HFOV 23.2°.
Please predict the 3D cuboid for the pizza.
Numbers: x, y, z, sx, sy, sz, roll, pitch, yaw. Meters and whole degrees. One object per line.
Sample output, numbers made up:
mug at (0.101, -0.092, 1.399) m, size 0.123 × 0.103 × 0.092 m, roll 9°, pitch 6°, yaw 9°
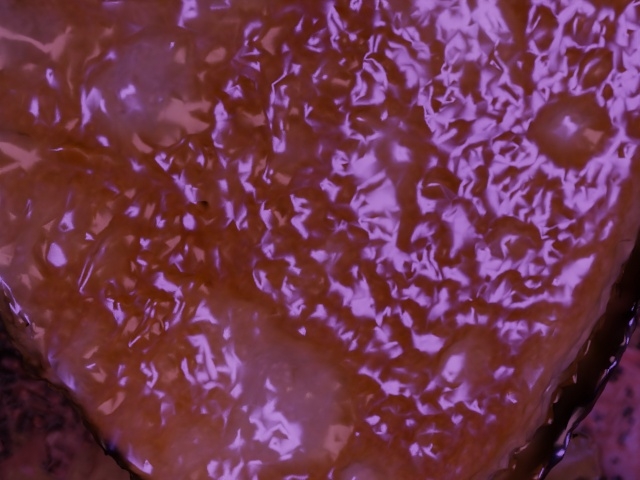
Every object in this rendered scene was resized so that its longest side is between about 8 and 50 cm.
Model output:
pizza at (0.026, 0.010, 0.686) m, size 0.435 × 0.080 × 0.392 m, roll -13°, pitch 113°, yaw -22°
